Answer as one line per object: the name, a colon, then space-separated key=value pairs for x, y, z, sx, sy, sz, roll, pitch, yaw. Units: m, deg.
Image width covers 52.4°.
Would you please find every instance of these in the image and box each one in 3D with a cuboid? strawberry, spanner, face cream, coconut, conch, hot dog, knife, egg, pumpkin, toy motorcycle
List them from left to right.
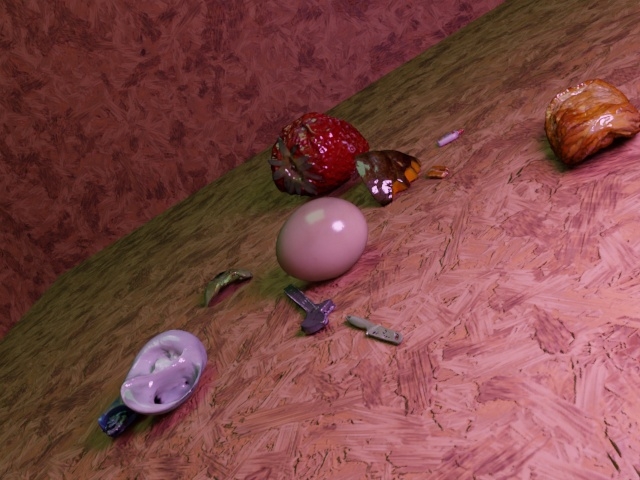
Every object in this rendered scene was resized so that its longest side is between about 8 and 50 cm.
toy motorcycle: x=-0.439 y=0.378 z=1.485 sx=0.114 sy=0.076 sz=0.205 roll=-31 pitch=16 yaw=30
conch: x=-0.336 y=0.298 z=1.424 sx=0.184 sy=0.121 sz=0.221 roll=-4 pitch=38 yaw=35
coconut: x=-0.283 y=0.123 z=1.896 sx=0.158 sy=0.055 sz=0.133 roll=-37 pitch=20 yaw=-16
spanner: x=-0.035 y=0.145 z=1.468 sx=0.093 sy=0.026 sz=0.325 roll=-37 pitch=17 yaw=-9
strawberry: x=-0.001 y=-0.304 z=2.171 sx=0.291 sy=0.292 sz=0.310 roll=-14 pitch=32 yaw=45
egg: x=0.000 y=0.000 z=1.515 sx=0.241 sy=0.186 sz=0.186 roll=-28 pitch=18 yaw=35
knife: x=0.094 y=0.164 z=1.207 sx=0.030 sy=0.014 sz=0.207 roll=-38 pitch=19 yaw=-18
pumpkin: x=0.191 y=-0.220 z=1.832 sx=0.130 sy=0.149 sz=0.254 roll=-34 pitch=15 yaw=24
hot dog: x=0.311 y=-0.179 z=1.717 sx=0.037 sy=0.021 sz=0.083 roll=-57 pitch=24 yaw=-5
face cream: x=0.384 y=-0.306 z=1.918 sx=0.083 sy=0.021 sz=0.040 roll=-28 pitch=19 yaw=15
hot dog: x=0.546 y=-0.231 z=1.308 sx=0.175 sy=0.114 sz=0.259 roll=-21 pitch=23 yaw=20
